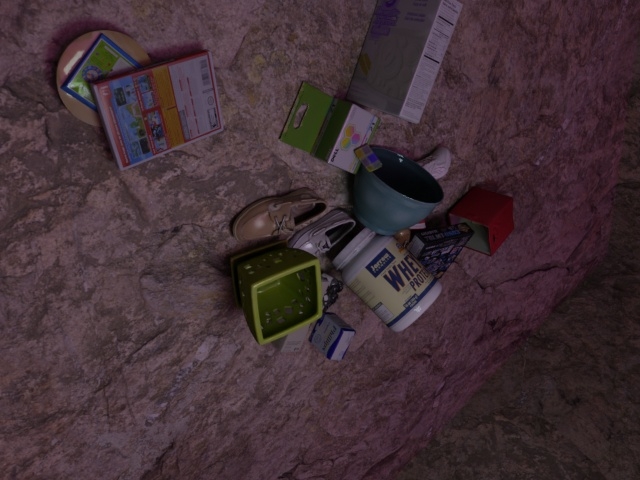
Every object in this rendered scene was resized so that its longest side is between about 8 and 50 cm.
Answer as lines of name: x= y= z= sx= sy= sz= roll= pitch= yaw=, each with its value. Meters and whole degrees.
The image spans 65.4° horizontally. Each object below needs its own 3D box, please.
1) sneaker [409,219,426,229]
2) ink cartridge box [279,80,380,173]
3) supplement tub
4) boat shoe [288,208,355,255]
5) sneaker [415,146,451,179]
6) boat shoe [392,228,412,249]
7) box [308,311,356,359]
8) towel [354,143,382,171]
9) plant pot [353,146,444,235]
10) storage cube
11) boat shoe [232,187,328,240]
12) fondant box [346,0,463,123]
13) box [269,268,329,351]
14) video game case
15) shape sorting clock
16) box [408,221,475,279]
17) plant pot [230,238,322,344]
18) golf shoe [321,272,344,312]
sneaker: x=0.307 y=-0.105 z=1.865 sx=0.221 sy=0.087 sz=0.127 roll=-3 pitch=98 yaw=-40
ink cartridge box: x=0.031 y=-0.323 z=1.462 sx=0.255 sy=0.097 sz=0.188 roll=13 pitch=105 yaw=-46
supplement tub: x=0.220 y=0.122 z=1.687 sx=0.235 sy=0.325 sz=0.235 roll=-45 pitch=174 yaw=-6
boat shoe: x=0.000 y=0.000 z=1.631 sx=0.268 sy=0.088 sz=0.096 roll=-34 pitch=133 yaw=-21
sneaker: x=0.386 y=-0.263 z=1.818 sx=0.232 sy=0.090 sz=0.115 roll=-51 pitch=133 yaw=-6
boat shoe: x=0.282 y=0.056 z=1.853 sx=0.105 sy=0.089 sz=0.285 roll=-15 pitch=143 yaw=-21
box: x=0.042 y=0.352 z=1.839 sx=0.072 sy=0.137 sz=0.126 roll=15 pitch=104 yaw=-44
towel: x=0.142 y=-0.247 z=1.490 sx=0.060 sy=0.083 sz=0.009 roll=-29 pitch=173 yaw=-29
plant pot: x=0.225 y=-0.141 z=1.632 sx=0.293 sy=0.293 sz=0.196 roll=-4 pitch=136 yaw=-40
storage cube: x=0.676 y=-0.084 z=2.092 sx=0.193 sy=0.215 sz=0.183 roll=-43 pitch=135 yaw=-22
boat shoe: x=-0.115 y=-0.070 z=1.482 sx=0.303 sy=0.098 sz=0.109 roll=-24 pitch=128 yaw=-29
fondant box: x=0.226 y=-0.525 z=1.412 sx=0.096 sy=0.238 sz=0.330 roll=6 pitch=109 yaw=-42
box: x=-0.082 y=0.232 z=1.682 sx=0.094 sy=0.113 sz=0.275 roll=13 pitch=106 yaw=-45
video game case: x=-0.361 y=-0.303 z=1.150 sx=0.285 sy=0.025 sz=0.203 roll=-32 pitch=138 yaw=-32
shape sorting clock: x=-0.455 y=-0.342 z=1.065 sx=0.206 sy=0.040 sz=0.206 roll=-31 pitch=137 yaw=-34
box: x=0.440 y=0.069 z=2.006 sx=0.296 sy=0.073 sz=0.293 roll=-12 pitch=143 yaw=-35
plant pot: x=-0.144 y=0.135 z=1.495 sx=0.227 sy=0.207 sz=0.228 roll=-20 pitch=127 yaw=-27
golf shoe: x=0.017 y=0.184 z=1.775 sx=0.077 sy=0.094 sz=0.198 roll=-38 pitch=160 yaw=-40
